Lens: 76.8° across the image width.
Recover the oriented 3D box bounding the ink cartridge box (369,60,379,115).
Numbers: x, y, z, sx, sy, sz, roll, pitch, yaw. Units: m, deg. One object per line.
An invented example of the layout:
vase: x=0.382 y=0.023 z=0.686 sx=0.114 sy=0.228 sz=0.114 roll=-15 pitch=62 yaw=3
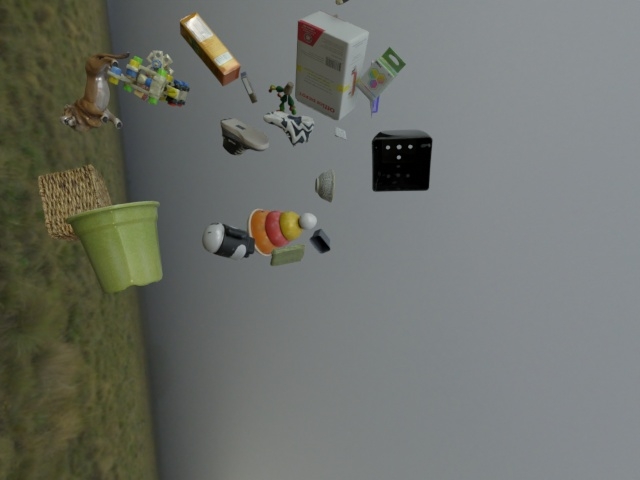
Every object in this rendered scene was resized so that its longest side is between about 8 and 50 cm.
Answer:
ink cartridge box: x=0.281 y=-0.772 z=2.075 sx=0.206 sy=0.045 sz=0.208 roll=88 pitch=2 yaw=-53

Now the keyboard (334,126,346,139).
keyboard: x=0.120 y=-0.644 z=2.420 sx=0.256 sy=0.072 sz=0.014 roll=-86 pitch=-165 yaw=-64

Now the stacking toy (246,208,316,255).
stacking toy: x=-0.238 y=-0.096 z=2.826 sx=0.481 sy=0.351 sz=0.350 roll=-12 pitch=-97 yaw=24

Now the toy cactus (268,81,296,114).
toy cactus: x=-0.204 y=-0.799 z=2.231 sx=0.218 sy=0.112 sz=0.180 roll=58 pitch=-35 yaw=12

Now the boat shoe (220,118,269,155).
boat shoe: x=-0.384 y=-0.493 z=2.061 sx=0.341 sy=0.127 sz=0.158 roll=38 pitch=-43 yaw=33

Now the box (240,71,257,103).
box: x=-0.381 y=-0.816 z=2.143 sx=0.225 sy=0.037 sz=0.136 roll=-114 pitch=180 yaw=-59

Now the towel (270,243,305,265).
towel: x=-0.134 y=0.059 z=1.665 sx=0.110 sy=0.148 sz=0.027 roll=104 pitch=-33 yaw=-51

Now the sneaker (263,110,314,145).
sneaker: x=-0.155 y=-0.515 z=1.910 sx=0.094 sy=0.235 sz=0.152 roll=-102 pitch=-162 yaw=-49

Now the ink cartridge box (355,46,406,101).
ink cartridge box: x=0.266 y=-0.738 z=1.800 sx=0.109 sy=0.062 sz=0.209 roll=46 pitch=-50 yaw=-2

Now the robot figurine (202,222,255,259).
robot figurine: x=-0.490 y=0.005 z=2.163 sx=0.209 sy=0.278 sz=0.173 roll=-62 pitch=-147 yaw=15

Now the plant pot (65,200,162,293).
plant pot: x=-0.628 y=0.028 z=1.296 sx=0.276 sy=0.276 sz=0.253 roll=-9 pitch=-85 yaw=65

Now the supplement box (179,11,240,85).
supplement box: x=-0.376 y=-0.649 z=1.375 sx=0.233 sy=0.080 sz=0.078 roll=52 pitch=-20 yaw=-1

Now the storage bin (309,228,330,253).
storage bin: x=0.000 y=0.000 z=2.474 sx=0.098 sy=0.135 sz=0.091 roll=-23 pitch=-150 yaw=28

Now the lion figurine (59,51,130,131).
lion figurine: x=-0.908 y=-0.609 z=1.639 sx=0.240 sy=0.142 sz=0.391 roll=31 pitch=-77 yaw=18

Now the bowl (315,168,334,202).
bowl: x=0.017 y=-0.275 z=2.026 sx=0.170 sy=0.080 sz=0.169 roll=-179 pitch=-90 yaw=-82

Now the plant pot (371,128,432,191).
plant pot: x=0.270 y=-0.287 z=1.374 sx=0.166 sy=0.188 sz=0.187 roll=-80 pitch=167 yaw=-55

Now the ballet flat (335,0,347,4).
ballet flat: x=0.127 y=-1.061 z=1.692 sx=0.173 sy=0.049 sz=0.057 roll=-43 pitch=-114 yaw=7

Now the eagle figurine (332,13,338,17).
eagle figurine: x=0.040 y=-0.992 z=2.090 sx=0.225 sy=0.227 sz=0.298 roll=38 pitch=-43 yaw=35

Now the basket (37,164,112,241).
basket: x=-1.052 y=-0.146 z=1.768 sx=0.213 sy=0.223 sz=0.298 roll=119 pitch=-48 yaw=-73

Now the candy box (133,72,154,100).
candy box: x=-0.720 y=-0.639 z=1.692 sx=0.109 sy=0.053 sz=0.187 roll=-56 pitch=-156 yaw=3

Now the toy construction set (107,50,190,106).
toy construction set: x=-0.595 y=-0.578 z=1.459 sx=0.327 sy=0.215 sz=0.151 roll=-91 pitch=-154 yaw=-59

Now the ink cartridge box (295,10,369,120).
ink cartridge box: x=0.038 y=-0.800 z=1.871 sx=0.279 sy=0.160 sz=0.384 roll=33 pitch=-35 yaw=18
